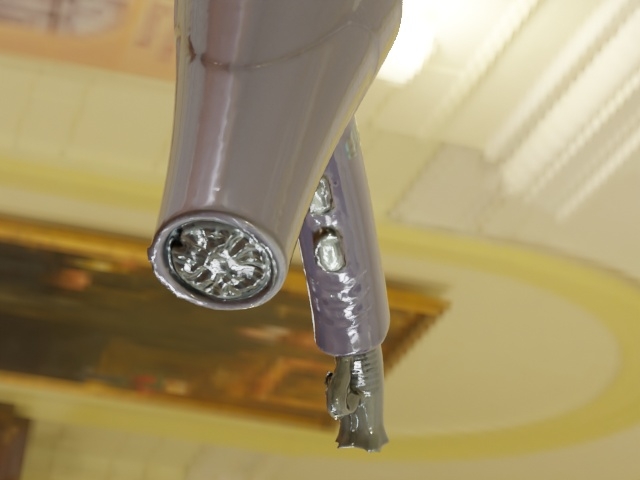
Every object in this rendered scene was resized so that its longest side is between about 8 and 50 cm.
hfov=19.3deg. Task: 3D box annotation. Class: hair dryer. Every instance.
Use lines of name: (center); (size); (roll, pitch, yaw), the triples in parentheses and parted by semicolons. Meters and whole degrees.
hair dryer: (0.000, 0.000, 1.021); (0.301, 0.121, 0.361); (-78, 160, -46)
